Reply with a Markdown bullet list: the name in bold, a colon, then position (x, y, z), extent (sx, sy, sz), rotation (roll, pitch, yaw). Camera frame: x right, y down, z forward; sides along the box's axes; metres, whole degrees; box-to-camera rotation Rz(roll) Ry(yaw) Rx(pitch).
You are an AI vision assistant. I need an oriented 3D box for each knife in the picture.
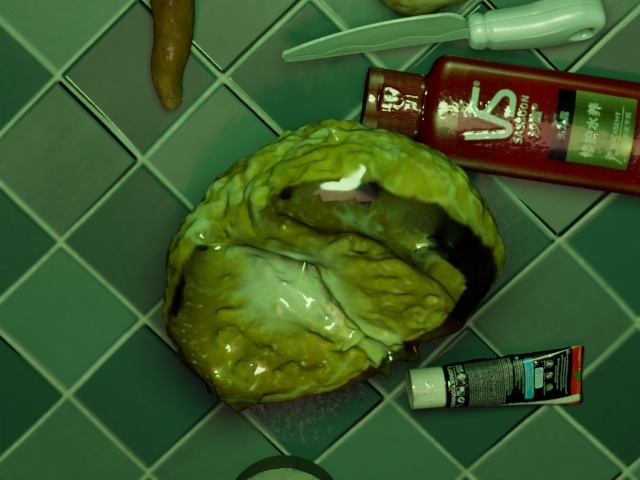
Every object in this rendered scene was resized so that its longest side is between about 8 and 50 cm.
- **knife**: position (0.126, -0.212, 1.814), extent (0.331, 0.080, 0.044), rotation (-7, 76, -7)

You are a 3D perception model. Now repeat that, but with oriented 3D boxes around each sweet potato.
- **sweet potato**: position (-0.155, -0.262, 1.832), extent (0.057, 0.057, 0.265), rotation (-6, 107, 1)

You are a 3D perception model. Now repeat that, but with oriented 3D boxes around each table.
- **table**: position (-0.040, 0.306, 1.993), extent (0.133, 0.043, 0.133), rotation (0, 105, 0)

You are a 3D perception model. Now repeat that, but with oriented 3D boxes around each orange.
- **orange**: position (0.000, 0.000, 1.811), extent (0.368, 0.210, 0.271), rotation (-31, 132, 33)

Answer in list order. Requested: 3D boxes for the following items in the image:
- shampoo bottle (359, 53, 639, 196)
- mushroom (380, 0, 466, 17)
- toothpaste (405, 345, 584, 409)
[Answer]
- **shampoo bottle**: position (0.200, -0.123, 1.858), extent (0.314, 0.076, 0.118), rotation (9, 97, -2)
- **mushroom**: position (0.101, -0.290, 1.795), extent (0.148, 0.112, 0.148), rotation (1, 106, 3)
- **toothpaste**: position (0.191, 0.155, 1.956), extent (0.193, 0.045, 0.071), rotation (-6, 114, -5)
